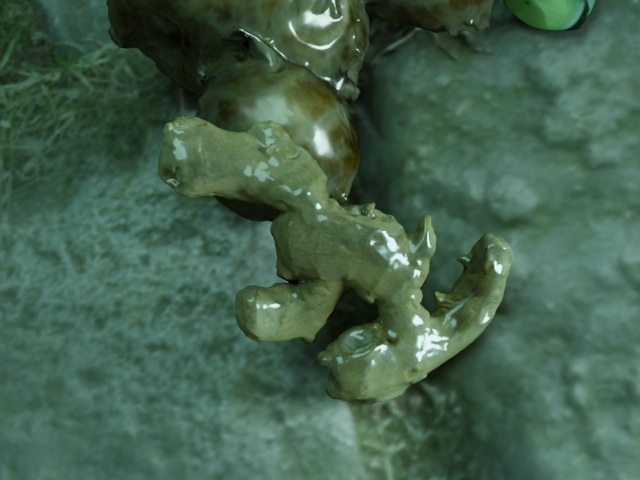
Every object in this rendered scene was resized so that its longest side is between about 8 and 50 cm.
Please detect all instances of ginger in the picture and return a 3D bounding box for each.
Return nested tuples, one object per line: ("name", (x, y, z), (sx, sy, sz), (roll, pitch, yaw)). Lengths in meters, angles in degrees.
("ginger", (0.004, -0.199, 1.159), (0.256, 0.176, 0.375), (37, 72, 13))
("ginger", (-0.005, 0.015, 1.019), (0.258, 0.065, 0.149), (28, 86, -11))

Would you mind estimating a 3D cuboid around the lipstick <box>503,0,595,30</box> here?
("lipstick", (0.221, -0.301, 1.204), (0.076, 0.076, 0.304), (14, 65, 23))
